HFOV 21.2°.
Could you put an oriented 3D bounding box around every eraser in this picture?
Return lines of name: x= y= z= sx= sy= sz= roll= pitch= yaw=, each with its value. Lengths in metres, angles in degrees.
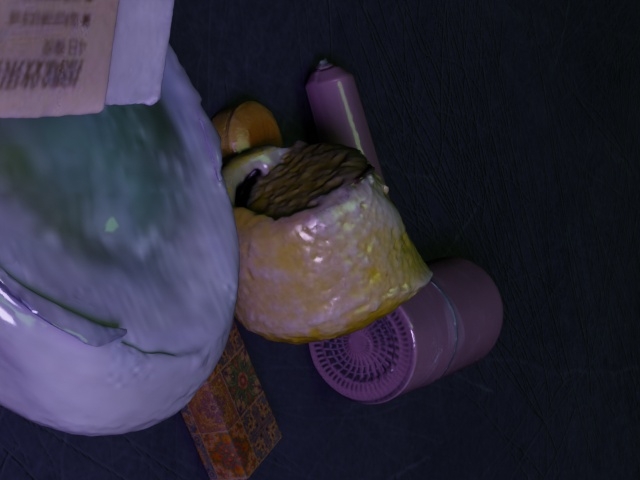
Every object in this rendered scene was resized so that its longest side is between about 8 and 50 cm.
eraser: x=-0.211 y=-0.148 z=1.016 sx=0.343 sy=0.078 sz=0.144 roll=-10 pitch=113 yaw=-59

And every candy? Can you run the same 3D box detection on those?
candy: x=-0.227 y=-0.051 z=1.210 sx=0.427 sy=0.186 sz=0.386 roll=56 pitch=30 yaw=10

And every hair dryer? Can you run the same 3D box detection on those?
hair dryer: x=0.065 y=-0.022 z=1.764 sx=0.210 sy=0.125 sz=0.352 roll=-14 pitch=89 yaw=-56

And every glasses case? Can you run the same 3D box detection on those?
glasses case: x=-0.106 y=0.107 z=1.538 sx=0.075 sy=0.049 sz=0.218 roll=-48 pitch=123 yaw=-52

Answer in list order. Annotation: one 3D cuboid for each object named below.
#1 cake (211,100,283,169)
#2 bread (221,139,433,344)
cake: x=-0.070 y=-0.090 z=1.631 sx=0.084 sy=0.044 sz=0.084 roll=18 pitch=69 yaw=-55
bread: x=-0.003 y=0.003 z=1.566 sx=0.197 sy=0.197 sz=0.170 roll=-48 pitch=133 yaw=-48
